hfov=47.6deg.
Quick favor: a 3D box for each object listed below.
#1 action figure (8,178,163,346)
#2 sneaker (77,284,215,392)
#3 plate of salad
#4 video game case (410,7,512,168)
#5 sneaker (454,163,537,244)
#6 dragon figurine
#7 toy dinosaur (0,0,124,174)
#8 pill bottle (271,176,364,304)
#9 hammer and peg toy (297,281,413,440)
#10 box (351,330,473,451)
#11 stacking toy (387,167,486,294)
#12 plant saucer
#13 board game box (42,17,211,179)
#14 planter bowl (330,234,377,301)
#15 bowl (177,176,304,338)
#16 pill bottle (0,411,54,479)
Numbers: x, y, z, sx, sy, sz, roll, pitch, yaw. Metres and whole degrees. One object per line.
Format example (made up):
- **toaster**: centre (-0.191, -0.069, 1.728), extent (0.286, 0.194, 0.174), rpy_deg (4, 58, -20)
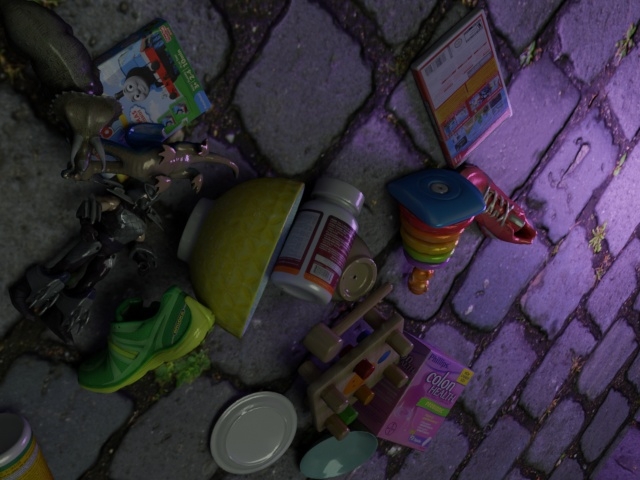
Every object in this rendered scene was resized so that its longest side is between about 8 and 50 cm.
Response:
- **action figure**: centre (-0.347, 0.019, 1.148), extent (0.285, 0.099, 0.185), rpy_deg (-50, 138, -5)
- **sneaker**: centre (-0.302, 0.157, 1.203), extent (0.296, 0.109, 0.123), rpy_deg (-31, 101, 27)
- **plate of salad**: centre (-0.143, 0.407, 1.550), extent (0.200, 0.048, 0.199), rpy_deg (-10, 112, -25)
- **video game case**: centre (0.311, -0.321, 1.561), extent (0.204, 0.025, 0.285), rpy_deg (-43, 132, -14)
- **sneaker**: centre (0.410, -0.079, 1.687), extent (0.314, 0.136, 0.115), rpy_deg (31, 90, -44)
- **dragon figurine**: centre (-0.251, -0.129, 1.108), extent (0.289, 0.144, 0.085), rpy_deg (-19, 125, -55)
- **toy dinosaur**: centre (-0.351, -0.246, 0.945), extent (0.121, 0.160, 0.313), rpy_deg (-33, 111, -19)
- **pill bottle**: centre (0.000, 0.000, 1.376), extent (0.121, 0.121, 0.221), rpy_deg (40, 66, -44)
- **hammer and peg toy**: centre (0.082, 0.259, 1.523), extent (0.266, 0.127, 0.361), rpy_deg (-37, 153, -19)
- **box**: centre (0.224, 0.370, 1.781), extent (0.214, 0.117, 0.242), rpy_deg (32, 90, -44)
- **stacking toy**: centre (0.238, 0.005, 1.600), extent (0.166, 0.175, 0.301), rpy_deg (-19, 134, -28)
- **plant saucer**: centre (0.039, 0.497, 1.723), extent (0.195, 0.037, 0.194), rpy_deg (-12, 135, -13)
- **board game box**: centre (-0.290, -0.216, 1.118), extent (0.211, 0.039, 0.160), rpy_deg (-39, 131, -16)
- **planter bowl**: centre (0.046, 0.060, 1.483), extent (0.162, 0.109, 0.162), rpy_deg (-18, 123, -31)
- **bowl**: centre (-0.150, 0.006, 1.242), extent (0.156, 0.289, 0.289), rpy_deg (23, 99, 0)
- **pill bottle**: centre (-0.509, 0.397, 1.199), extent (0.118, 0.118, 0.208), rpy_deg (-26, 127, -27)
